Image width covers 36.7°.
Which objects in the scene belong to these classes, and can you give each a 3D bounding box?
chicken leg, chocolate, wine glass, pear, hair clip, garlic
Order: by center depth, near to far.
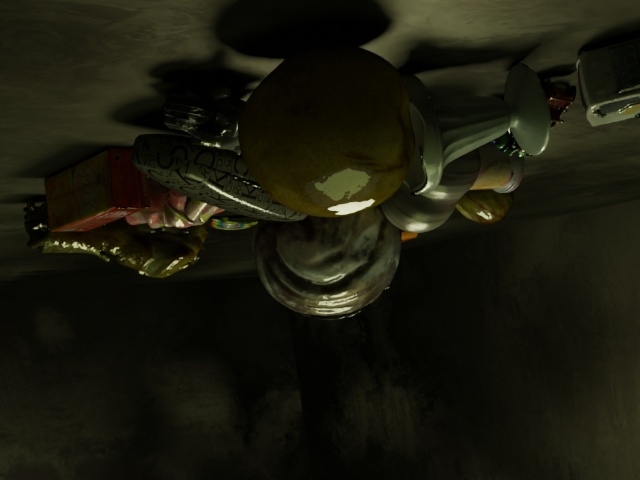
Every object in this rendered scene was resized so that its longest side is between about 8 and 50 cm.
[{"bbox_3d":[0.006,-0.123,1.117,0.209,0.208,0.209,-8,174,-1],"label":"pear"},{"bbox_3d":[0.195,-0.158,1.312,0.197,0.164,0.165,-13,175,-14],"label":"wine glass"},{"bbox_3d":[0.147,-0.121,1.560,0.207,0.207,0.256,-9,173,1],"label":"garlic"},{"bbox_3d":[-0.013,0.010,1.824,0.303,0.303,0.213,-10,177,17],"label":"chocolate"},{"bbox_3d":[-0.396,-0.018,1.894,0.429,0.201,0.152,5,138,-44],"label":"chicken leg"},{"bbox_3d":[-0.197,-0.045,2.420,0.188,0.033,0.060,-4,174,-32],"label":"hair clip"}]

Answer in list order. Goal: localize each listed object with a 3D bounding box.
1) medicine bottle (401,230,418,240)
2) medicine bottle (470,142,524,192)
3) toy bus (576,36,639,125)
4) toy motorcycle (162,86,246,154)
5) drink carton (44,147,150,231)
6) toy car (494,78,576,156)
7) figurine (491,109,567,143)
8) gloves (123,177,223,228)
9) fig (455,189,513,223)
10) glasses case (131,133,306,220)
[{"bbox_3d":[0.156,-0.039,2.593,0.149,0.112,0.222,-7,174,-16],"label":"medicine bottle"},{"bbox_3d":[0.174,-0.132,1.762,0.426,0.108,0.108,-4,173,-29],"label":"medicine bottle"},{"bbox_3d":[0.512,-0.235,1.272,0.343,0.097,0.138,-11,171,23],"label":"toy bus"},{"bbox_3d":[-0.117,-0.149,1.236,0.152,0.073,0.225,12,180,-1],"label":"toy motorcycle"},{"bbox_3d":[-0.361,-0.076,1.552,0.071,0.096,0.223,-3,172,-42],"label":"drink carton"},{"bbox_3d":[0.324,-0.181,1.455,0.073,0.054,0.143,6,135,-24],"label":"toy car"},{"bbox_3d":[0.314,-0.203,1.530,0.136,0.079,0.077,-33,138,21],"label":"figurine"},{"bbox_3d":[-0.211,-0.083,1.634,0.241,0.126,0.145,-4,174,22],"label":"gloves"},{"bbox_3d":[0.303,-0.120,2.068,0.245,0.149,0.149,21,159,-30],"label":"fig"},{"bbox_3d":[-0.138,-0.089,1.438,0.137,0.085,0.355,13,177,29],"label":"glasses case"}]
